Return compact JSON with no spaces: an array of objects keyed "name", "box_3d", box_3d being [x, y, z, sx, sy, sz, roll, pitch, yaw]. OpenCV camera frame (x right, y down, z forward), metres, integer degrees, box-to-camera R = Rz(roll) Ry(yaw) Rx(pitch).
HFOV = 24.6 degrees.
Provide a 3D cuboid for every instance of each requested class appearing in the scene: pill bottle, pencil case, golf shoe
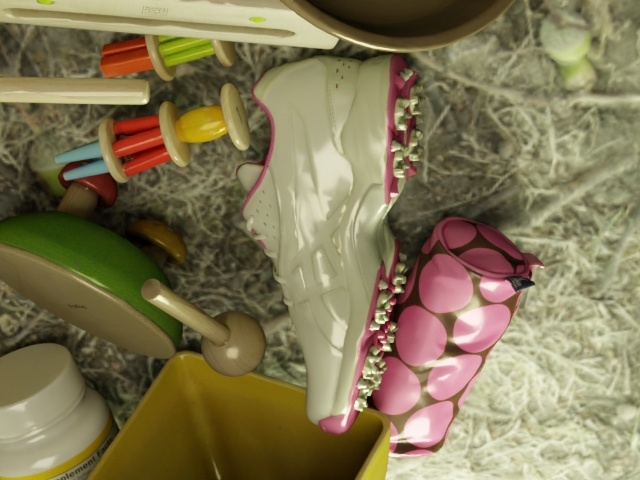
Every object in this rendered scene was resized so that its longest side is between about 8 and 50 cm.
[{"name":"pill bottle","box_3d":[-0.226,0.202,1.295,0.119,0.119,0.208,-15,116,10]},{"name":"pencil case","box_3d":[0.104,0.087,1.240,0.098,0.095,0.209,6,124,-31]},{"name":"golf shoe","box_3d":[0.000,0.000,1.172,0.140,0.115,0.306,8,99,12]}]

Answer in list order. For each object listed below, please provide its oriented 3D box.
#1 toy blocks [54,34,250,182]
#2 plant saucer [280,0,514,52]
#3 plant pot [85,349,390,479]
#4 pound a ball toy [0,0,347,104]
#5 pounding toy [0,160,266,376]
[{"name":"toy blocks","box_3d":[-0.137,-0.110,1.134,0.148,0.054,0.123,-14,76,11]},{"name":"plant saucer","box_3d":[0.038,-0.262,0.995,0.278,0.041,0.277,2,85,-28]},{"name":"plant pot","box_3d":[-0.066,0.254,1.250,0.212,0.212,0.187,15,142,24]},{"name":"pound a ball toy","box_3d":[-0.144,-0.174,1.040,0.319,0.136,0.208,3,84,-8]},{"name":"pounding toy","box_3d":[-0.155,0.012,1.188,0.237,0.110,0.183,15,159,34]}]
